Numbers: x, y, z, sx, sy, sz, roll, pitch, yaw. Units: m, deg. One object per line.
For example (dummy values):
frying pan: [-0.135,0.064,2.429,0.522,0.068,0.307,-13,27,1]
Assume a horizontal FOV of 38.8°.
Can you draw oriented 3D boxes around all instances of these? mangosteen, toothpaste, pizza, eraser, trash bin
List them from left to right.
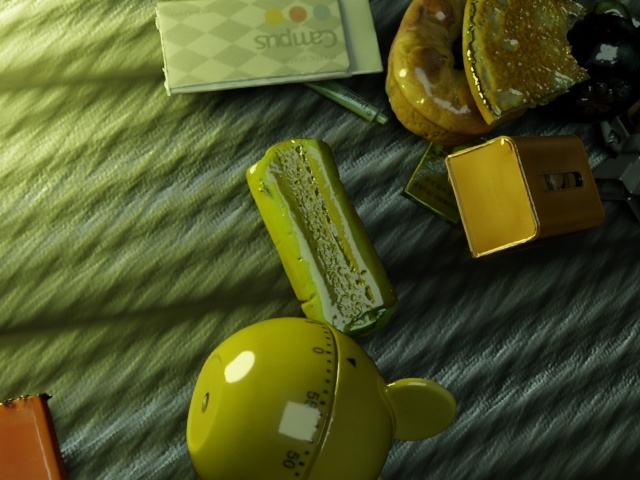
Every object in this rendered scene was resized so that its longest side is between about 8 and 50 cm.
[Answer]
trash bin: [-0.485,0.377,1.470,0.161,0.184,0.238,-12,78,-12]
eraser: [-0.098,-0.375,1.690,0.397,0.082,0.213,-7,77,-11]
toothpaste: [0.043,-0.277,1.737,0.197,0.029,0.048,31,67,-1]
pizza: [0.357,-0.341,1.605,0.223,0.089,0.323,4,71,-7]
mangosteen: [0.523,-0.340,1.733,0.243,0.243,0.242,2,81,-10]

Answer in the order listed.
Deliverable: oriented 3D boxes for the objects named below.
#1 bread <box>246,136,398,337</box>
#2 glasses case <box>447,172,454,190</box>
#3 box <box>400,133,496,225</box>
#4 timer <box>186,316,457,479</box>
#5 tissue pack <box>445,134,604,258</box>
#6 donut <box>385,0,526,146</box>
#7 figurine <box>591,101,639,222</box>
bread: [0.000,0.000,1.644,0.166,0.112,0.383,-24,86,-8]
glasses case: [0.317,-0.069,1.722,0.073,0.049,0.194,-42,106,-19]
box: [0.253,-0.141,1.754,0.121,0.030,0.193,32,77,-4]
timer: [-0.014,0.307,1.493,0.387,0.376,0.376,20,78,-18]
tissue pack: [0.377,-0.089,1.646,0.275,0.145,0.194,-9,80,-50]
donut: [0.263,-0.332,1.704,0.317,0.150,0.299,-28,82,-23]
figurine: [0.667,-0.180,1.778,0.309,0.143,0.308,1,83,-8]
